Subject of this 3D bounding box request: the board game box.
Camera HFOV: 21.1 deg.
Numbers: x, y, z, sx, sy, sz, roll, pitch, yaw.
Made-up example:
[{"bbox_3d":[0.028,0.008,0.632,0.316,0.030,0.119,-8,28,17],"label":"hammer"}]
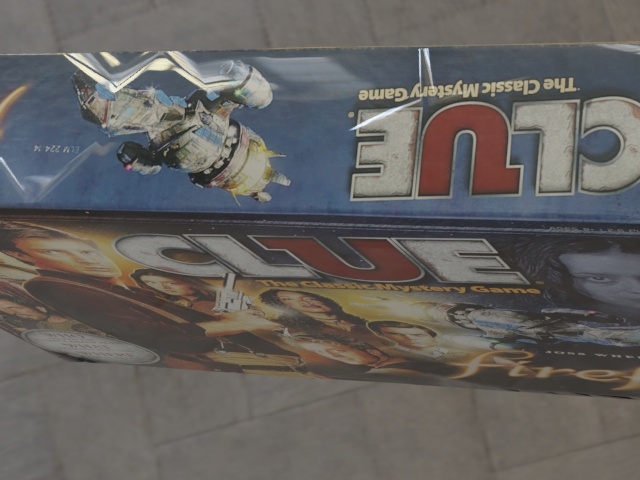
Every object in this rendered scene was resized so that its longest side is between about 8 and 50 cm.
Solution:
[{"bbox_3d":[0.000,0.000,0.458,0.243,0.165,0.042,2,72,23],"label":"board game box"}]
